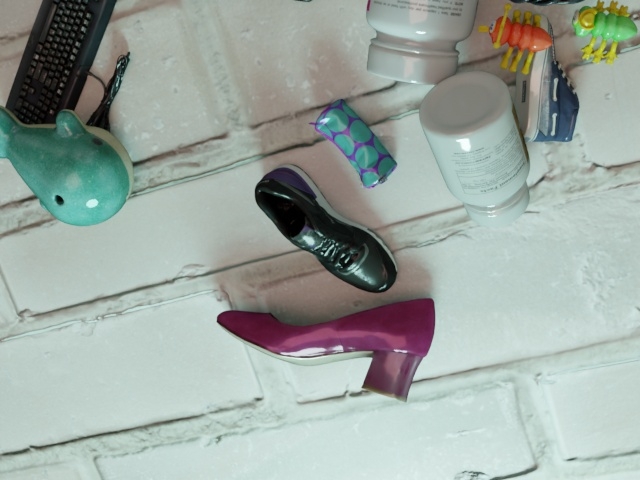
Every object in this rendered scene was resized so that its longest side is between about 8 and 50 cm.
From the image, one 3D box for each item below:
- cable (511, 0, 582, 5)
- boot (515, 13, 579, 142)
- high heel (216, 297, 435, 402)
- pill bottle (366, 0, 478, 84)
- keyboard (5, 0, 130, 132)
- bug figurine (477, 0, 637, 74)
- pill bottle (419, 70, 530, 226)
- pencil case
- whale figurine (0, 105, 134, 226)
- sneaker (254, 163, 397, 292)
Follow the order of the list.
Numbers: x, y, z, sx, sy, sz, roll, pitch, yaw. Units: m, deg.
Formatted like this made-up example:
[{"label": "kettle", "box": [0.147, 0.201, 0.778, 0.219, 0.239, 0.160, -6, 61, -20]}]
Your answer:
[{"label": "cable", "box": [0.320, -0.389, 1.122, 0.184, 0.047, 0.150, 4, 85, 10]}, {"label": "boot", "box": [0.346, -0.242, 1.269, 0.086, 0.069, 0.190, 2, 101, -13]}, {"label": "high heel", "box": [0.009, 0.140, 1.466, 0.377, 0.127, 0.181, 18, 81, 13]}, {"label": "pill bottle", "box": [0.153, -0.378, 1.216, 0.160, 0.160, 0.283, 12, 109, 11]}, {"label": "keyboard", "box": [-0.427, -0.302, 1.459, 0.201, 0.033, 0.317, 30, 112, 4]}, {"label": "bug figurine", "box": [0.347, -0.372, 1.179, 0.216, 0.072, 0.279, 11, 92, 5]}, {"label": "pill bottle", "box": [0.238, -0.127, 1.241, 0.131, 0.131, 0.229, -13, 140, 18]}, {"label": "pencil case", "box": [0.056, -0.154, 1.361, 0.070, 0.064, 0.151, -40, 93, -3]}, {"label": "whale figurine", "box": [-0.462, -0.126, 1.441, 0.272, 0.141, 0.216, 26, 127, -3]}, {"label": "sneaker", "box": [0.000, 0.000, 1.390, 0.283, 0.124, 0.107, 41, 112, 0]}]
